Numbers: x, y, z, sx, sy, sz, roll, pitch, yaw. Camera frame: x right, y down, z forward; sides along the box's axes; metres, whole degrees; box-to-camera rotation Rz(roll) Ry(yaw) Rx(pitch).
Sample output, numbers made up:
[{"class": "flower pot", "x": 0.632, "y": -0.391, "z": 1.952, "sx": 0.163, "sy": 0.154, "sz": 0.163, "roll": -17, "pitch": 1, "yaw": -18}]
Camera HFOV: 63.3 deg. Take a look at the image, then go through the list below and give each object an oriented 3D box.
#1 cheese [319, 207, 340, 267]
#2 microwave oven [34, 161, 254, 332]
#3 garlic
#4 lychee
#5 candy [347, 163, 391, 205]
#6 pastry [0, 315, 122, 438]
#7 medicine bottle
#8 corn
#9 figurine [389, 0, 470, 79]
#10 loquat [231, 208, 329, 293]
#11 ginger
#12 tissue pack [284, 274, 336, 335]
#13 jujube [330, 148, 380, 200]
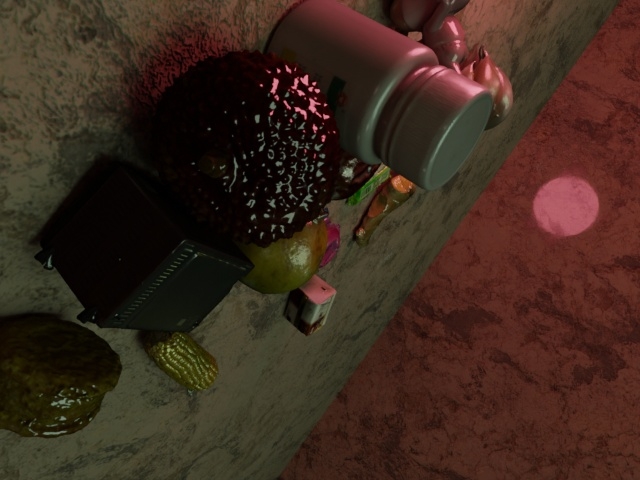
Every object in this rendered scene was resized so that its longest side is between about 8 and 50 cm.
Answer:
[{"class": "cheese", "x": 0.000, "y": 0.000, "z": 1.398, "sx": 0.155, "sy": 0.062, "sz": 0.244, "roll": -46, "pitch": 155, "yaw": -20}, {"class": "microwave oven", "x": -0.254, "y": 0.022, "z": 0.785, "sx": 0.178, "sy": 0.188, "sz": 0.247, "roll": -48, "pitch": 162, "yaw": 2}, {"class": "garlic", "x": 0.479, "y": -0.452, "z": 1.615, "sx": 0.238, "sy": 0.210, "sz": 0.292, "roll": 14, "pitch": 121, "yaw": -29}, {"class": "lychee", "x": -0.102, "y": -0.131, "z": 0.750, "sx": 0.275, "sy": 0.276, "sz": 0.304, "roll": -64, "pitch": 174, "yaw": 24}, {"class": "candy", "x": 0.142, "y": -0.174, "z": 1.460, "sx": 0.178, "sy": 0.032, "sz": 0.102, "roll": -40, "pitch": 151, "yaw": -25}, {"class": "pastry", "x": -0.393, "y": 0.194, "z": 0.754, "sx": 0.103, "sy": 0.189, "sz": 0.189, "roll": -60, "pitch": 157, "yaw": 11}, {"class": "medicine bottle", "x": 0.090, "y": -0.240, "z": 0.861, "sx": 0.208, "sy": 0.340, "sz": 0.208, "roll": -41, "pitch": 155, "yaw": -25}, {"class": "corn", "x": -0.306, "y": 0.259, "z": 1.140, "sx": 0.106, "sy": 0.106, "sz": 0.293, "roll": -46, "pitch": 152, "yaw": -17}, {"class": "figurine", "x": 0.220, "y": -0.431, "z": 1.035, "sx": 0.176, "sy": 0.186, "sz": 0.287, "roll": -41, "pitch": 121, "yaw": -52}, {"class": "loquat", "x": -0.077, "y": -0.006, "z": 1.047, "sx": 0.246, "sy": 0.213, "sz": 0.213, "roll": -39, "pitch": 165, "yaw": 27}, {"class": "ginger", "x": 0.198, "y": -0.098, "z": 1.628, "sx": 0.294, "sy": 0.086, "sz": 0.131, "roll": -54, "pitch": 168, "yaw": 24}, {"class": "tissue pack", "x": -0.033, "y": 0.193, "z": 1.554, "sx": 0.099, "sy": 0.106, "sz": 0.148, "roll": -30, "pitch": 148, "yaw": -44}, {"class": "jujube", "x": 0.053, "y": -0.194, "z": 1.062, "sx": 0.183, "sy": 0.183, "sz": 0.243, "roll": 95, "pitch": 17, "yaw": -52}]
